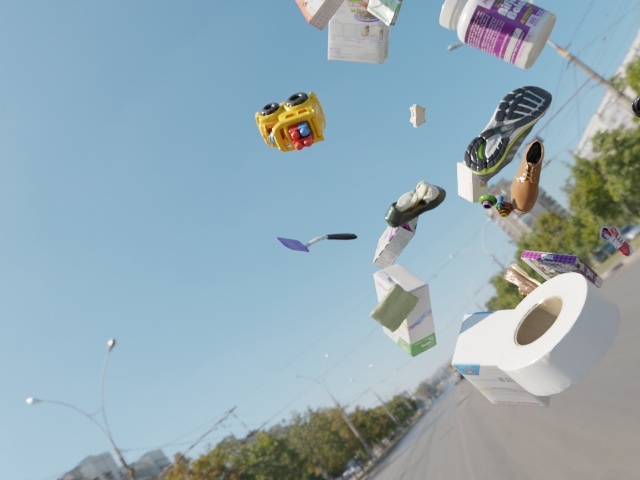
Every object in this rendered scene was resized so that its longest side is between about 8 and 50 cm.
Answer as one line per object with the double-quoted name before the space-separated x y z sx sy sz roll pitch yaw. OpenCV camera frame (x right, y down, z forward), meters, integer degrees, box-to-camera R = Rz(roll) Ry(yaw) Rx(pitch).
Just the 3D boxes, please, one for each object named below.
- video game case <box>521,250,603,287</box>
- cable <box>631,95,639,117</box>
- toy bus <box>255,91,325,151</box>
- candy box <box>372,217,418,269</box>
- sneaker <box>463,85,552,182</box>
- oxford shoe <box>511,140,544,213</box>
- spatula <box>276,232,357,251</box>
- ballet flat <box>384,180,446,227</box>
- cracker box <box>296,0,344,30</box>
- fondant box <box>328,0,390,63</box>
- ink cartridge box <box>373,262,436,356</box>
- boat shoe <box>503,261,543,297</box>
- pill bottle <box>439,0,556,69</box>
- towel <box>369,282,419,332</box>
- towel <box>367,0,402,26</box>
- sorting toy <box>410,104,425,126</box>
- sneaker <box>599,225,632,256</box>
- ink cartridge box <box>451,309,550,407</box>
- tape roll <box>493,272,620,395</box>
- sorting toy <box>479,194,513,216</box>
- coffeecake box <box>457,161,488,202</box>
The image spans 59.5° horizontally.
"video game case" 0.932 0.110 2.165 0.210 0.232 0.041 33 -104 -32
"cable" 1.127 -0.472 1.854 0.185 0.047 0.150 -17 -23 4
"toy bus" -0.094 -0.355 1.809 0.220 0.211 0.149 -17 -52 10
"candy box" 0.294 -0.016 2.162 0.233 0.071 0.159 -59 6 44
"sneaker" 0.485 -0.276 1.455 0.300 0.111 0.121 -46 -26 -3
"oxford shoe" 0.579 -0.180 1.565 0.076 0.076 0.212 35 -113 -70
"spatula" 0.000 0.000 1.793 0.297 0.084 0.030 -9 -57 -32
"ballet flat" 0.330 -0.135 1.875 0.280 0.095 0.096 -33 -35 -29
"cracker box" 0.026 -0.843 1.857 0.067 0.155 0.232 15 -50 -42
"fondant box" 0.159 -0.887 2.233 0.096 0.238 0.330 -52 -32 -57
"ink cartridge box" 0.310 0.251 2.056 0.117 0.201 0.278 -23 -61 -18
"boat shoe" 0.574 0.133 1.528 0.060 0.178 0.064 -50 -45 9
"pill bottle" 0.513 -0.637 1.643 0.169 0.302 0.169 -52 -18 -25
"towel" 0.243 0.222 1.834 0.148 0.110 0.027 -55 5 13
"towel" 0.187 -0.696 1.573 0.023 0.113 0.152 -27 -29 -33
"sorting toy" 0.363 -0.479 2.136 0.045 0.075 0.083 -12 -70 -21
"sneaker" 0.932 0.001 1.772 0.067 0.118 0.042 7 -43 -27
"ink cartridge box" 0.589 0.376 1.775 0.198 0.270 0.197 -12 44 45
"tape roll" 0.532 0.210 1.280 0.286 0.100 0.286 -51 2 3
"sorting toy" 0.501 -0.095 1.592 0.061 0.102 0.042 107 180 -62
"coffeecake box" 0.626 -0.244 2.308 0.068 0.142 0.185 -7 15 -2
